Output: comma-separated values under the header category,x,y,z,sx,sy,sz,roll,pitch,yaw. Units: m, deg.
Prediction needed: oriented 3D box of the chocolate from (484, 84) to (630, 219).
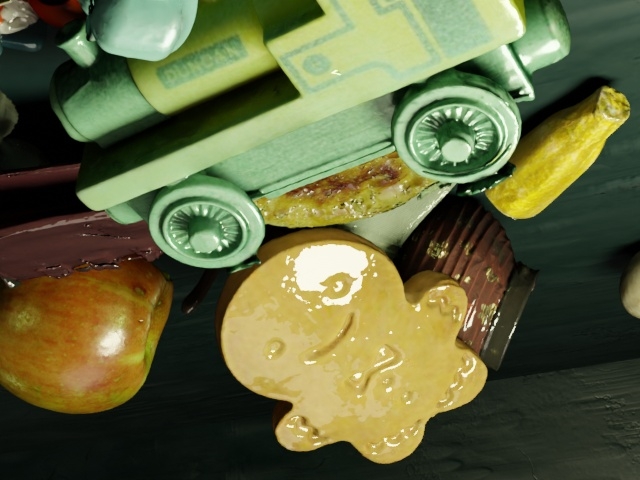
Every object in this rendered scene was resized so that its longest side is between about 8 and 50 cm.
category,x,y,z,sx,sy,sz,roll,pitch,yaw
chocolate,0.252,-0.094,1.117,0.086,0.085,0.219,-1,161,-18

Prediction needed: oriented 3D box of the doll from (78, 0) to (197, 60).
category,x,y,z,sx,sy,sz,roll,pitch,yaw
doll,-0.104,-0.174,0.592,0.059,0.158,0.159,5,166,-29

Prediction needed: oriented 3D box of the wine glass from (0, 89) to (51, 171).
category,x,y,z,sx,sy,sz,roll,pitch,yaw
wine glass,-0.295,-0.077,0.999,0.066,0.066,0.198,-5,164,-3

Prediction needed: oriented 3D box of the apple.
category,x,y,z,sx,sy,sz,roll,pitch,yaw
apple,-0.317,0.095,1.355,0.226,0.246,0.246,13,162,1

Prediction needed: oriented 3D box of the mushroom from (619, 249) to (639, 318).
category,x,y,z,sx,sy,sz,roll,pitch,yaw
mushroom,0.564,0.086,1.636,0.206,0.209,0.206,7,-174,-1

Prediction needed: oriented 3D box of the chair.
category,x,y,z,sx,sy,sz,roll,pitch,yaw
chair,0.000,0.000,1.255,0.186,0.319,0.160,37,-169,37

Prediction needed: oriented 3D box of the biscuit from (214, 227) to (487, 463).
category,x,y,z,sx,sy,sz,roll,pitch,yaw
biscuit,0.038,0.124,1.181,0.275,0.052,0.355,-41,126,6

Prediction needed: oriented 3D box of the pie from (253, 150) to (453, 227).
category,x,y,z,sx,sy,sz,roll,pitch,yaw
pie,0.004,-0.093,0.986,0.355,0.103,0.288,-7,166,5

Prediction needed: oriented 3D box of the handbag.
category,x,y,z,sx,sy,sz,roll,pitch,yaw
handbag,-0.233,-0.018,1.002,0.203,0.074,0.216,-11,168,4

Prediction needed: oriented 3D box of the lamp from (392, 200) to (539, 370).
category,x,y,z,sx,sy,sz,roll,pitch,yaw
lamp,0.152,0.063,1.355,0.247,0.247,0.247,-6,163,-2

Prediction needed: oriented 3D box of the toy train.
category,x,y,z,sx,sy,sz,roll,pitch,yaw
toy train,-0.030,-0.115,0.709,0.369,0.150,0.237,-20,134,22

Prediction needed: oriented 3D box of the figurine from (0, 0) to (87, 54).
category,x,y,z,sx,sy,sz,roll,pitch,yaw
figurine,-0.191,-0.170,0.722,0.140,0.068,0.075,-5,160,2
